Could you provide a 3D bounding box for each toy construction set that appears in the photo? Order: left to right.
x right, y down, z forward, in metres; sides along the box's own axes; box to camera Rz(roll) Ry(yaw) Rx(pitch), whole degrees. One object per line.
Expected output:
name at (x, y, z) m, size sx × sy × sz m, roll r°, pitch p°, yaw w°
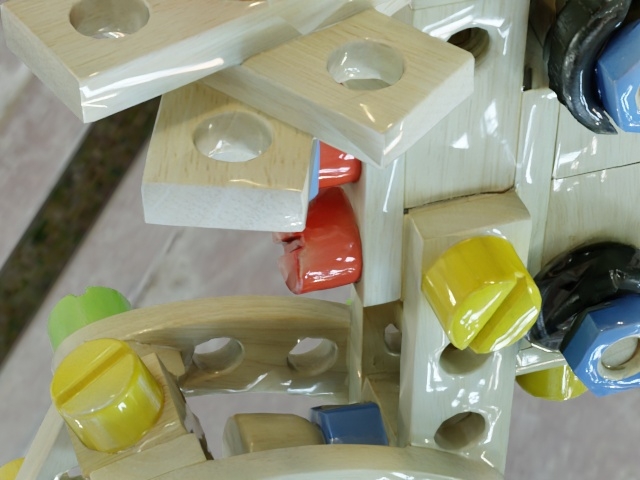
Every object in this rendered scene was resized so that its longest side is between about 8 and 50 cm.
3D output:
toy construction set at (0.000, 0.000, 0.555) m, size 0.215 × 0.151 × 0.328 m, roll -11°, pitch 148°, yaw -13°
